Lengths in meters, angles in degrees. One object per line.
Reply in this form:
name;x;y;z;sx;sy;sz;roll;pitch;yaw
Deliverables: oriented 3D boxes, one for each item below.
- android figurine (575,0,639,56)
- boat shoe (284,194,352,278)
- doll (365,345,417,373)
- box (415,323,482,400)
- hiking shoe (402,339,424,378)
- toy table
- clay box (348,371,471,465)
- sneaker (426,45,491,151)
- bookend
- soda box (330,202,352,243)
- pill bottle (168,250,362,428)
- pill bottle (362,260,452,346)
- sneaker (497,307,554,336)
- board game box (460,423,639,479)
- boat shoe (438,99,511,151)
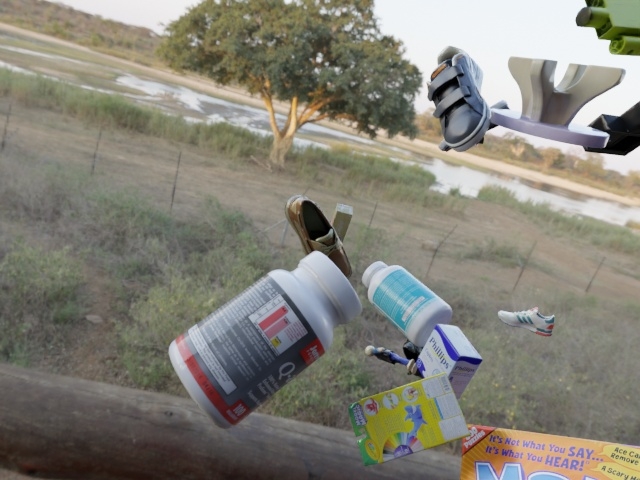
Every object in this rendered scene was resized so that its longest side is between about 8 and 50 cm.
android figurine;0.703;-0.545;0.985;0.272;0.248;0.056;-6;-14;-17
boat shoe;0.000;0.000;1.360;0.324;0.122;0.120;55;-17;-15
doll;0.235;0.400;1.453;0.189;0.046;0.129;10;-24;40
box;0.314;0.301;1.049;0.072;0.137;0.126;13;23;-18
hiking shoe;0.342;0.362;1.484;0.086;0.227;0.114;-20;-32;40
toy table;0.544;-0.331;0.984;0.274;0.161;0.252;25;31;32
clay box;0.180;0.372;0.880;0.053;0.221;0.128;54;17;-64
sneaker;0.324;-0.352;1.027;0.127;0.126;0.321;33;46;-24
bookend;0.815;-0.307;1.129;0.156;0.157;0.072;1;63;-19
soda box;0.064;-0.043;1.556;0.061;0.181;0.058;15;35;-6
pill bottle;-0.105;0.192;0.881;0.362;0.210;0.210;-36;41;-14
pill bottle;0.238;0.170;1.226;0.146;0.146;0.264;-1;33;-42
sneaker;0.636;0.233;1.301;0.161;0.075;0.057;18;20;27
board game box;0.531;0.630;0.885;0.356;0.357;0.356;-11;-36;41
boat shoe;0.458;-0.317;1.235;0.076;0.228;0.080;58;1;8
